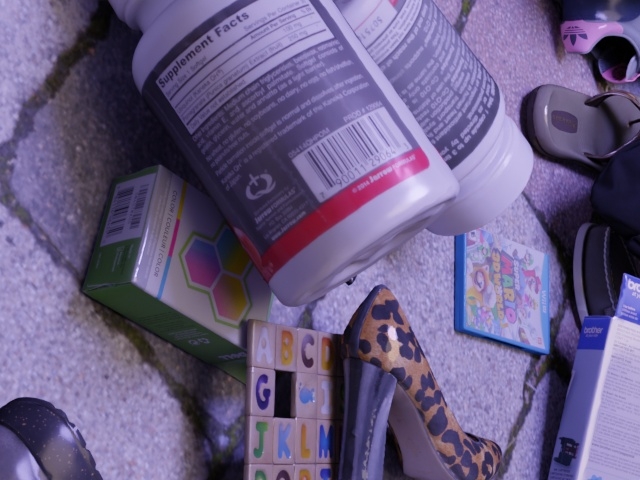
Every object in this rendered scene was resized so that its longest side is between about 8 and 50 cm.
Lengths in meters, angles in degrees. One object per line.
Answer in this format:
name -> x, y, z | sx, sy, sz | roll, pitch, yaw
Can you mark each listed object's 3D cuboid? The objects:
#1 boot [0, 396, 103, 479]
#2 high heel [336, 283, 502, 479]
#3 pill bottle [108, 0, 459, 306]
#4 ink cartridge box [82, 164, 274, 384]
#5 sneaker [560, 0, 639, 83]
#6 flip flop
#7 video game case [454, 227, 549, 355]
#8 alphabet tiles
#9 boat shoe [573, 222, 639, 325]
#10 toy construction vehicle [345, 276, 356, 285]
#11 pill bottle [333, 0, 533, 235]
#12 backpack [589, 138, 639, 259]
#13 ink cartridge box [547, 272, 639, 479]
boot -> -0.212, 0.298, 0.995 | 0.223, 0.118, 0.338 | -36, 97, -44
high heel -> 0.111, 0.142, 1.383 | 0.261, 0.093, 0.186 | 9, 85, -51
pill bottle -> -0.043, -0.120, 1.177 | 0.176, 0.176, 0.318 | -25, 78, -49
ink cartridge box -> -0.094, 0.035, 1.217 | 0.209, 0.062, 0.109 | 36, 55, -40
sneaker -> 0.411, -0.251, 1.861 | 0.319, 0.112, 0.131 | 20, 81, -39
flip flop -> 0.351, -0.143, 1.768 | 0.277, 0.080, 0.112 | 6, 77, -49
video game case -> 0.203, 0.056, 1.597 | 0.166, 0.015, 0.119 | 19, 67, -46
alphabet tiles -> -0.006, 0.178, 1.277 | 0.237, 0.009, 0.198 | 16, 73, -62
boat shoe -> 0.378, 0.122, 1.726 | 0.109, 0.091, 0.305 | -14, 92, -50
toy construction vehicle -> 0.000, 0.000, 1.364 | 0.086, 0.035, 0.098 | 42, 48, -21
pill bottle -> 0.075, -0.140, 1.381 | 0.283, 0.161, 0.161 | 47, 49, -32
backpack -> 0.505, -0.032, 1.753 | 0.273, 0.290, 0.355 | -59, 160, -4
ink cartridge box -> 0.360, 0.210, 1.620 | 0.186, 0.065, 0.311 | 19, 81, -24
